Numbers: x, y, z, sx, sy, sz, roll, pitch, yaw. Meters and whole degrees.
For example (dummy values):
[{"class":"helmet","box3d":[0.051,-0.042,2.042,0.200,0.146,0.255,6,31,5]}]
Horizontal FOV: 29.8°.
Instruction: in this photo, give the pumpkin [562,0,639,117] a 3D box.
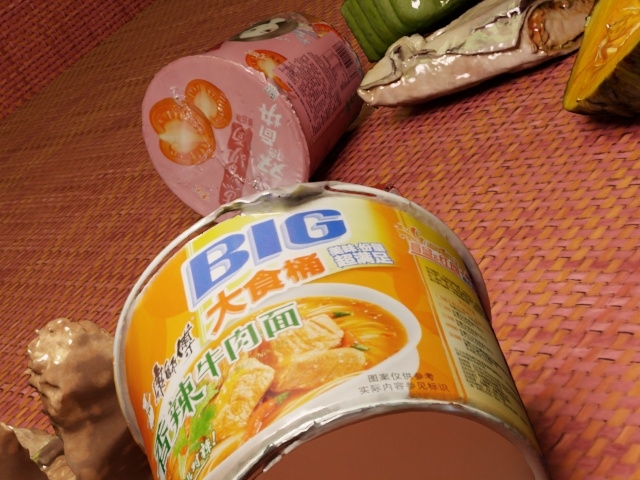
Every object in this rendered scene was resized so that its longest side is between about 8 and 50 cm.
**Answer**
[{"class":"pumpkin","box3d":[0.346,-0.175,1.220,0.312,0.148,0.169,-66,1,-65]}]

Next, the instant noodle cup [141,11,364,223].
[{"class":"instant noodle cup","box3d":[-0.074,-0.174,1.580,0.243,0.243,0.231,-14,23,36]}]

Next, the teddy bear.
[{"class":"teddy bear","box3d":[-0.229,0.186,0.990,0.246,0.296,0.222,-37,37,-25]}]

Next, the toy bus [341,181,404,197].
[{"class":"toy bus","box3d":[0.000,0.000,1.297,0.235,0.096,0.073,-8,30,41]}]

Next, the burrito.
[{"class":"burrito","box3d":[0.216,-0.254,1.523,0.348,0.107,0.175,-21,26,18]}]

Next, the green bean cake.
[{"class":"green bean cake","box3d":[0.158,-0.365,1.701,0.222,0.125,0.248,-28,1,-17]}]

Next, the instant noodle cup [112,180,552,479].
[{"class":"instant noodle cup","box3d":[0.014,0.137,0.799,0.296,0.296,0.214,-31,33,4]}]
